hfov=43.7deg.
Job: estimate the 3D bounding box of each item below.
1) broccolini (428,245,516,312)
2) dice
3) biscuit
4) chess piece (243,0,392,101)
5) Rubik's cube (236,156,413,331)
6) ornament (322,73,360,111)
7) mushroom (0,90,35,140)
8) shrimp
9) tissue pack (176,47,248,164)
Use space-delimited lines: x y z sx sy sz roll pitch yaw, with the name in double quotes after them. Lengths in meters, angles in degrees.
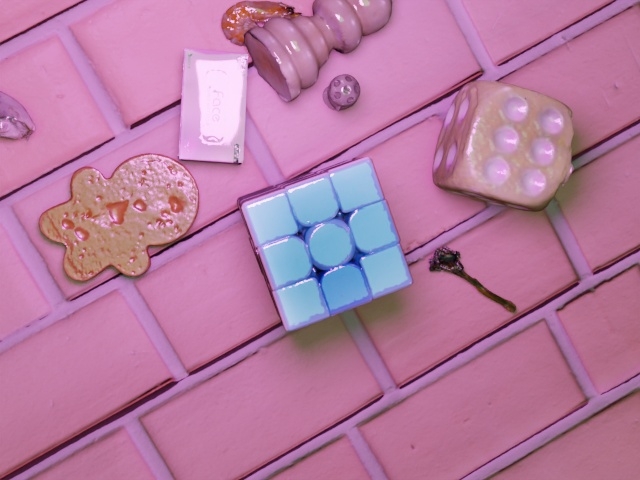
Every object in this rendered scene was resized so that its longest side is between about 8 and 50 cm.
0.373 0.096 1.950 0.254 0.071 0.057 33 48 -16 "broccolini"
0.411 -0.211 1.812 0.254 0.250 0.252 14 93 -10 "dice"
-0.444 -0.059 1.803 0.355 0.052 0.275 -33 99 -5 "biscuit"
0.011 -0.471 1.783 0.330 0.182 0.182 -36 99 -10 "chess piece"
0.000 0.000 1.752 0.290 0.291 0.291 -19 96 -6 "Rubik's cube"
0.048 -0.328 1.797 0.075 0.156 0.081 16 92 -8 "ornament"
-0.743 -0.302 1.723 0.278 0.099 0.096 32 76 -5 "mushroom"
-0.132 -0.500 1.818 0.190 0.042 0.101 -11 117 -8 "shrimp"
-0.243 -0.297 1.790 0.148 0.092 0.246 2 95 -7 "tissue pack"
